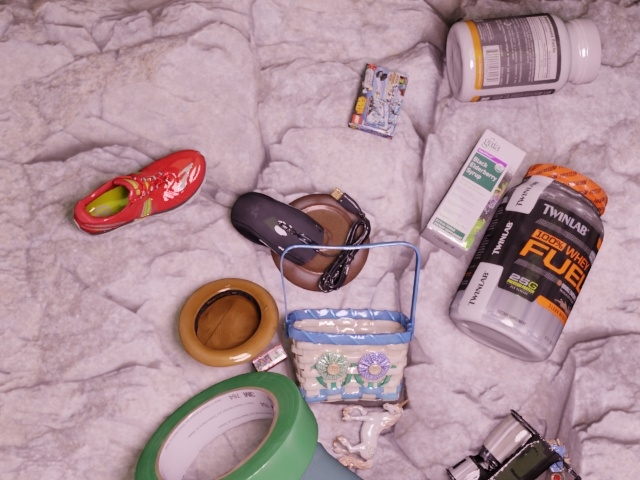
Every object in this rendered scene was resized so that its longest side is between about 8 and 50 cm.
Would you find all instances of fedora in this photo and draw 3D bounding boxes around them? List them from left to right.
[{"bbox_3d":[-0.170,0.164,1.744,0.194,0.079,0.194,1,55,-1],"label":"fedora"}]

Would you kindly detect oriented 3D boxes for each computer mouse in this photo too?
[{"bbox_3d":[-0.030,-0.040,1.781,0.262,0.060,0.184,35,79,4],"label":"computer mouse"}]

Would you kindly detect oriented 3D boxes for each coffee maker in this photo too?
[{"bbox_3d":[0.346,0.426,1.697,0.178,0.120,0.171,-45,58,0],"label":"coffee maker"}]

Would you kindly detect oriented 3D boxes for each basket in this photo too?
[{"bbox_3d":[0.057,0.146,1.701,0.254,0.201,0.289,-2,95,-3],"label":"basket"}]

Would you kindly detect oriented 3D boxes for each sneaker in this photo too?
[{"bbox_3d":[-0.339,-0.091,1.779,0.279,0.118,0.107,-30,82,-9],"label":"sneaker"}]

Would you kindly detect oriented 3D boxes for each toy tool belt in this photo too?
[{"bbox_3d":[0.444,0.415,1.754,0.052,0.051,0.083,-2,79,-4],"label":"toy tool belt"}]

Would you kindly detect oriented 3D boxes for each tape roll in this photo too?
[{"bbox_3d":[-0.161,0.360,1.599,0.321,0.321,0.077,-33,116,-9],"label":"tape roll"}]

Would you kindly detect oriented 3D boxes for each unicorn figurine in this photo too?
[{"bbox_3d":[0.090,0.352,1.749,0.111,0.060,0.162,16,94,-1],"label":"unicorn figurine"}]

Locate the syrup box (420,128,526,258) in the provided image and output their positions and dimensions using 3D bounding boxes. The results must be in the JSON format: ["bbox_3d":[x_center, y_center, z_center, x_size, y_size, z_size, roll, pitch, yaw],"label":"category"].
[{"bbox_3d":[0.299,-0.091,1.830,0.093,0.096,0.237,32,79,4],"label":"syrup box"}]

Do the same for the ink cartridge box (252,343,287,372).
[{"bbox_3d":[-0.094,0.221,1.730,0.062,0.115,0.029,-30,83,-9],"label":"ink cartridge box"}]

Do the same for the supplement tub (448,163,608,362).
[{"bbox_3d":[0.397,0.039,1.752,0.207,0.207,0.338,27,78,2],"label":"supplement tub"}]

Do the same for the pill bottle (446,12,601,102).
[{"bbox_3d":[0.402,-0.366,1.862,0.278,0.162,0.162,-6,79,-6],"label":"pill bottle"}]

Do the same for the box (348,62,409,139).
[{"bbox_3d":[0.118,-0.282,1.894,0.093,0.027,0.137,17,77,-1],"label":"box"}]

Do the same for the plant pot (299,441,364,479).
[{"bbox_3d":[-0.004,0.502,1.611,0.271,0.272,0.255,-34,74,-10],"label":"plant pot"}]

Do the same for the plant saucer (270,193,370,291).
[{"bbox_3d":[0.000,0.000,1.824,0.198,0.036,0.199,1,78,-4],"label":"plant saucer"}]
